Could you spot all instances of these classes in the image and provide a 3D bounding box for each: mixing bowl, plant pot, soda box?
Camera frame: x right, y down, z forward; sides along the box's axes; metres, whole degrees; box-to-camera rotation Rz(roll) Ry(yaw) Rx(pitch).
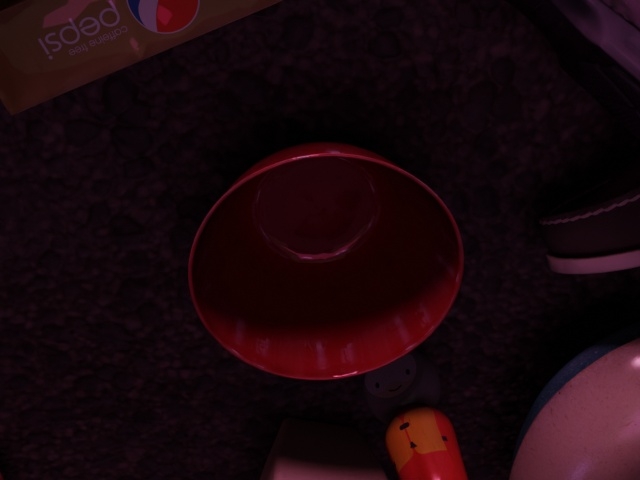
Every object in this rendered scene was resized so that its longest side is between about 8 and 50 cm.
[{"bbox_3d":[0.000,0.000,0.530,0.181,0.098,0.182,-3,122,-5],"label":"mixing bowl"},{"bbox_3d":[-0.006,0.223,0.675,0.109,0.096,0.109,12,120,-14],"label":"plant pot"},{"bbox_3d":[-0.117,-0.142,0.447,0.181,0.061,0.058,-21,123,8],"label":"soda box"}]

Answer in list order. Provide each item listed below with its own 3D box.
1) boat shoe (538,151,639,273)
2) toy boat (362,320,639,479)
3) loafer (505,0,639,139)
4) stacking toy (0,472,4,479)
[{"bbox_3d":[0.282,-0.067,0.485,0.324,0.116,0.097,-24,101,40],"label":"boat shoe"},{"bbox_3d":[0.197,0.156,0.641,0.318,0.148,0.268,4,128,-17],"label":"toy boat"},{"bbox_3d":[0.138,-0.177,0.418,0.302,0.109,0.095,43,94,-9],"label":"loafer"},{"bbox_3d":[-0.416,0.154,0.612,0.279,0.130,0.309,2,124,24],"label":"stacking toy"}]
